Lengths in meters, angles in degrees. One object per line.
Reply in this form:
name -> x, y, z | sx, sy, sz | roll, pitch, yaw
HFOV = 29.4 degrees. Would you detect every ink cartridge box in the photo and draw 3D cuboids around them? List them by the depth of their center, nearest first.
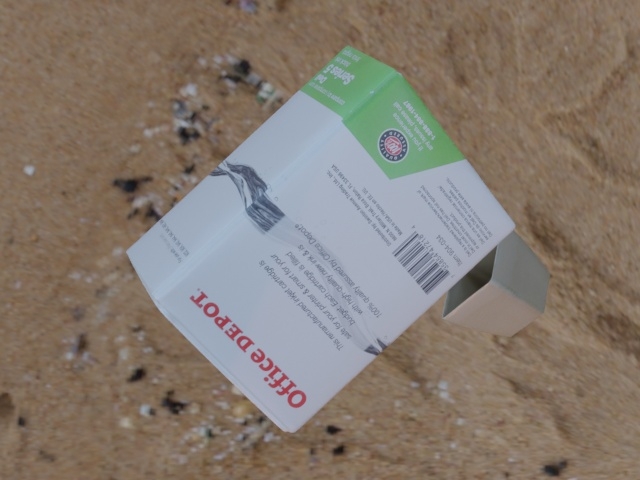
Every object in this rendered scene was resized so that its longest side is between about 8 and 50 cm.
ink cartridge box -> 0.000, 0.000, 1.060 | 0.273, 0.198, 0.115 | -42, 30, -2

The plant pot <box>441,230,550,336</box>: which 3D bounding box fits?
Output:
plant pot -> 0.234, 0.060, 1.574 | 0.096, 0.109, 0.109 | 30, 47, -14
